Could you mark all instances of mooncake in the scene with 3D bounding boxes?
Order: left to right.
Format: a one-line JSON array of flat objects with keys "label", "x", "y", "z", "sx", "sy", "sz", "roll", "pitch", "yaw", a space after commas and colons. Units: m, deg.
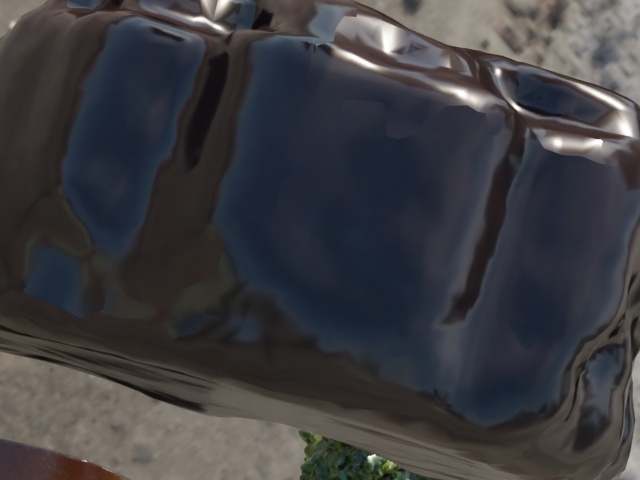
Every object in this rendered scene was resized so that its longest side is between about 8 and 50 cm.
[{"label": "mooncake", "x": 0.000, "y": 0.000, "z": 0.796, "sx": 0.381, "sy": 0.350, "sz": 0.212, "roll": 19, "pitch": 86, "yaw": -28}]

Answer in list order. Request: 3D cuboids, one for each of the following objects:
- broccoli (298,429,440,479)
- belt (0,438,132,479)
[{"label": "broccoli", "x": 0.119, "y": 0.219, "z": 1.555, "sx": 0.288, "sy": 0.260, "sz": 0.235, "roll": 16, "pitch": 97, "yaw": -27}, {"label": "belt", "x": -0.279, "y": 0.247, "z": 1.296, "sx": 0.217, "sy": 0.338, "sz": 0.122, "roll": 50, "pitch": 48, "yaw": -49}]
